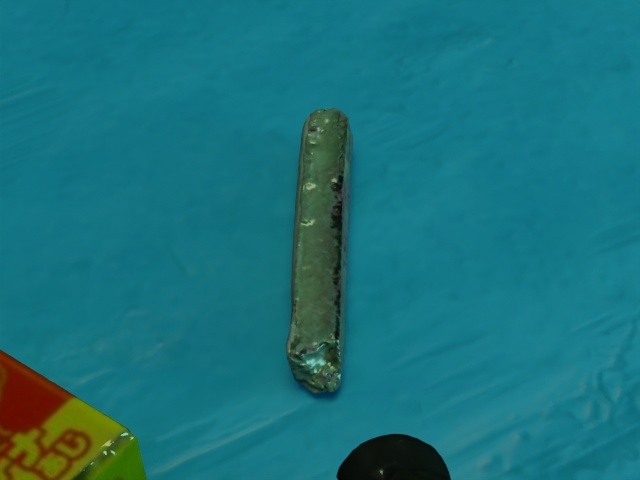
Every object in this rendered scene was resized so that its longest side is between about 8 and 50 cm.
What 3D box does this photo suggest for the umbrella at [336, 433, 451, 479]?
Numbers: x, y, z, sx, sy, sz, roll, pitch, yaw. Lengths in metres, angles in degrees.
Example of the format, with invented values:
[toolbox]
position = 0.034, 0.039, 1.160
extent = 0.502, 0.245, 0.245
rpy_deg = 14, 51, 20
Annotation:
[umbrella]
position = 0.091, 0.223, 0.647
extent = 0.113, 0.106, 0.358
rpy_deg = -10, 38, -18

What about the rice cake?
[rice cake]
position = 0.001, 0.001, 0.891
extent = 0.033, 0.033, 0.208
rpy_deg = -2, 47, 6

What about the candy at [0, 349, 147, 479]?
[candy]
position = -0.234, 0.103, 0.778
extent = 0.276, 0.088, 0.146
rpy_deg = 26, 55, 26
